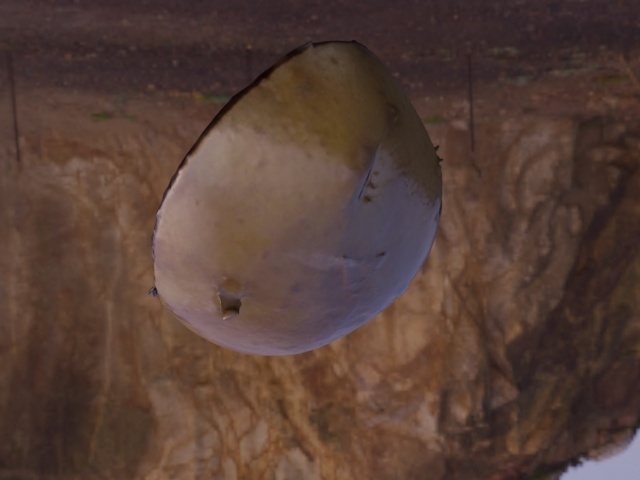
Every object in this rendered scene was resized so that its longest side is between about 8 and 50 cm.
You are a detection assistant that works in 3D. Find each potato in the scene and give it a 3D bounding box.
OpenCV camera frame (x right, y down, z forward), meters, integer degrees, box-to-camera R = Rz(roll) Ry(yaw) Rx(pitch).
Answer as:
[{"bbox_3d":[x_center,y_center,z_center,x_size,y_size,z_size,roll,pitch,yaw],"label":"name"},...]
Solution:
[{"bbox_3d":[0.000,0.000,0.666,0.239,0.116,0.299,-39,156,-11],"label":"potato"}]
